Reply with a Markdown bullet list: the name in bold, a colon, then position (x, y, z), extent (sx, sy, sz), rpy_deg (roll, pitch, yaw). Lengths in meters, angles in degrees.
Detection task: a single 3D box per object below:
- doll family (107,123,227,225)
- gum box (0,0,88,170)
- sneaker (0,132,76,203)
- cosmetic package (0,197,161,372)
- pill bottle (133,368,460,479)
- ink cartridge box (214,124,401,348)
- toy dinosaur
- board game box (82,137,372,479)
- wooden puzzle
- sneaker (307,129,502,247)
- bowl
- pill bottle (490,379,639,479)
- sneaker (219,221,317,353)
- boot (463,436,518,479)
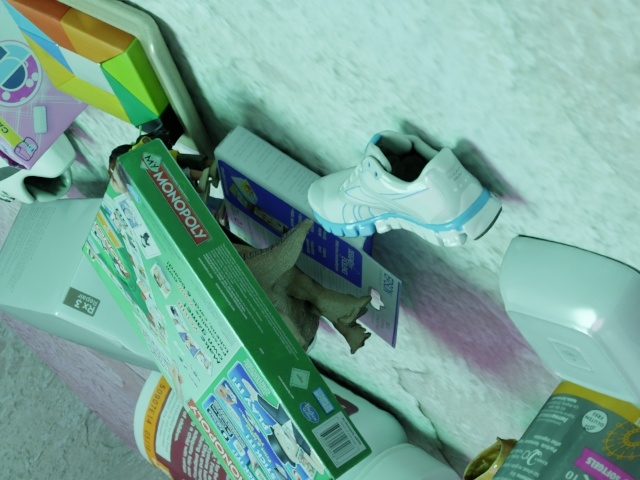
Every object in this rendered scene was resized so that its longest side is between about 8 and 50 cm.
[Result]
- **doll family**: position (-0.149, -0.052, 1.364), extent (0.111, 0.076, 0.193), rpy_deg (10, 153, 6)
- **gum box**: position (-0.342, -0.177, 1.503), extent (0.188, 0.107, 0.062), rpy_deg (48, 161, -28)
- **sneaker**: position (-0.382, -0.096, 1.777), extent (0.146, 0.122, 0.330), rpy_deg (45, 163, -12)
- **cosmetic package**: position (-0.259, 0.057, 1.785), extent (0.217, 0.156, 0.385), rpy_deg (28, 168, -26)
- **pill bottle**: position (-0.030, 0.278, 1.826), extent (0.392, 0.224, 0.224), rpy_deg (28, 161, 34)
- **ink cartridge box**: position (0.000, 0.000, 1.345), extent (0.208, 0.045, 0.206), rpy_deg (36, 164, 13)
- **toy dinosaur**: position (-0.066, 0.054, 1.354), extent (0.200, 0.127, 0.295), rpy_deg (40, 161, 21)
- **board game box**: position (-0.093, 0.089, 1.261), extent (0.317, 0.046, 0.213), rpy_deg (56, 154, 8)
- **wooden puzzle**: position (-0.211, -0.170, 1.353), extent (0.239, 0.044, 0.221), rpy_deg (31, 162, 25)
- **sneaker**: position (0.050, -0.049, 1.091), extent (0.191, 0.071, 0.083), rpy_deg (3, 135, 50)
- **bowl**: position (0.202, 0.067, 1.079), extent (0.142, 0.053, 0.142), rpy_deg (16, 153, 50)
- **pill bottle**: position (0.197, 0.257, 1.190), extent (0.162, 0.278, 0.162), rpy_deg (35, 164, 12)
- **sneaker**: position (-0.086, 0.051, 1.598), extent (0.235, 0.084, 0.097), rpy_deg (44, 162, -18)
- **boot**: position (0.252, 0.261, 1.346), extent (0.211, 0.104, 0.295), rpy_deg (35, 162, -7)
